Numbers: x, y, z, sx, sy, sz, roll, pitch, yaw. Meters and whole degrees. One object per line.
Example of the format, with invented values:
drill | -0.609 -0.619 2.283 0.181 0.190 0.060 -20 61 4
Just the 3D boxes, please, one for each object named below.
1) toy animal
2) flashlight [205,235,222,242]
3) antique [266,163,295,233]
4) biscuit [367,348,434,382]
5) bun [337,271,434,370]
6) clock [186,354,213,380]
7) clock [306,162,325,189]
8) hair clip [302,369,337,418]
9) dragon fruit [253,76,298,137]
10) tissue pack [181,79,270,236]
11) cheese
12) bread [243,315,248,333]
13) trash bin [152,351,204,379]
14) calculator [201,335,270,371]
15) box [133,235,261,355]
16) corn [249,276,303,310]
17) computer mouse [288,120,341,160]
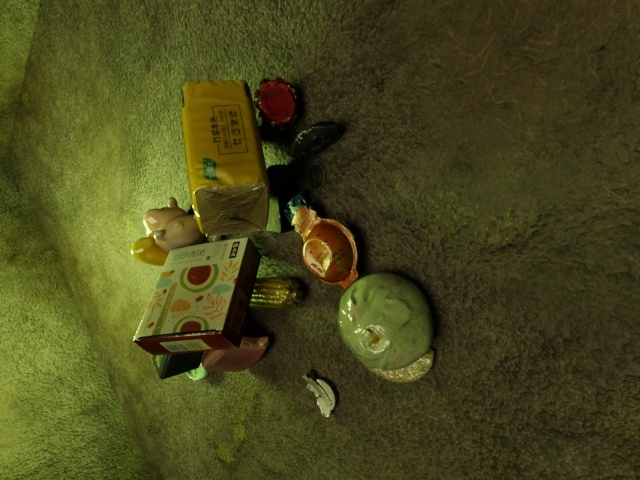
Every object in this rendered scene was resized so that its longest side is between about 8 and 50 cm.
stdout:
toy animal | -0.627 -0.045 1.747 0.345 0.278 0.246 -53 50 56
flashlight | -0.403 -0.082 1.695 0.093 0.047 0.200 45 125 30
antique | -0.137 -0.140 1.432 0.080 0.081 0.220 9 107 37
biscuit | 0.220 0.336 1.298 0.265 0.040 0.188 -8 98 40
bun | 0.160 0.223 1.188 0.283 0.179 0.283 -4 82 30
clock | -0.593 0.577 2.035 0.211 0.066 0.159 -34 80 41
clock | -0.014 -0.201 1.355 0.074 0.010 0.083 27 119 32
hair clip | 0.002 0.541 1.537 0.172 0.049 0.116 51 133 14
dragon fruit | -0.134 -0.397 1.326 0.207 0.133 0.150 98 171 -56
tissue pack | -0.288 -0.241 1.308 0.293 0.228 0.382 109 150 -63
cheese | 0.000 0.000 1.324 0.329 0.129 0.217 52 129 18
bread | -0.427 0.303 1.752 0.312 0.172 0.312 18 118 38
trash bin | -0.528 0.406 1.646 0.115 0.165 0.225 56 135 29
calculator | -0.339 0.455 1.697 0.329 0.220 0.048 -49 40 42
box | -0.414 0.190 1.503 0.345 0.385 0.122 -9 137 19
corn | -0.204 0.190 1.561 0.363 0.120 0.120 -3 101 42
computer mouse | -0.020 -0.300 1.269 0.192 0.106 0.062 -25 81 41
